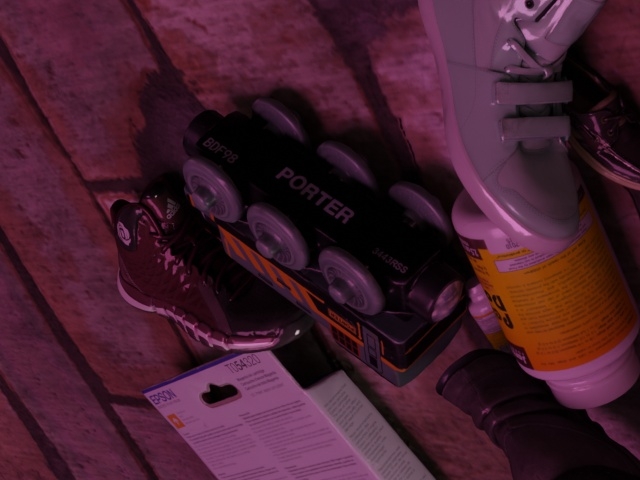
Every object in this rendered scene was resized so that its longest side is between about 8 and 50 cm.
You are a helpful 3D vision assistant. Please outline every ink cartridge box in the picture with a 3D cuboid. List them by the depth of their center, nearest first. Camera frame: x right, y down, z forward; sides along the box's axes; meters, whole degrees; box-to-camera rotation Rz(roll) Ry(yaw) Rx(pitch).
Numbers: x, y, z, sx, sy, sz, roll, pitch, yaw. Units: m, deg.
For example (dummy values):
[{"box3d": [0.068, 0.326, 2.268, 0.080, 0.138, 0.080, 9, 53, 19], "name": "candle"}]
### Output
[{"box3d": [-0.024, 0.254, 1.834, 0.330, 0.071, 0.324, 52, 147, -9], "name": "ink cartridge box"}]

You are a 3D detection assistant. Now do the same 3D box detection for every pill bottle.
[{"box3d": [0.205, 0.039, 1.348, 0.117, 0.117, 0.215, -1, 124, 46], "name": "pill bottle"}, {"box3d": [0.170, 0.071, 1.478, 0.043, 0.043, 0.083, -16, 114, 51], "name": "pill bottle"}]

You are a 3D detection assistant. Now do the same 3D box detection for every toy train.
[{"box3d": [0.000, 0.000, 1.488, 0.334, 0.142, 0.190, 34, 153, 27], "name": "toy train"}]

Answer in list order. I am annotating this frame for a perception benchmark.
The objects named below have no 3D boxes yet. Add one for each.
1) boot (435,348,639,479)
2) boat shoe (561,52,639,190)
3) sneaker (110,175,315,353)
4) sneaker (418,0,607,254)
[{"box3d": [0.269, 0.214, 1.457, 0.338, 0.118, 0.223, 34, -165, -42], "name": "boot"}, {"box3d": [0.223, -0.099, 1.243, 0.152, 0.056, 0.049, 39, 148, 10], "name": "boat shoe"}, {"box3d": [-0.136, 0.017, 1.680, 0.281, 0.106, 0.163, 14, 132, 37], "name": "sneaker"}, {"box3d": [0.166, -0.125, 1.178, 0.151, 0.094, 0.256, -31, 73, 51], "name": "sneaker"}]
